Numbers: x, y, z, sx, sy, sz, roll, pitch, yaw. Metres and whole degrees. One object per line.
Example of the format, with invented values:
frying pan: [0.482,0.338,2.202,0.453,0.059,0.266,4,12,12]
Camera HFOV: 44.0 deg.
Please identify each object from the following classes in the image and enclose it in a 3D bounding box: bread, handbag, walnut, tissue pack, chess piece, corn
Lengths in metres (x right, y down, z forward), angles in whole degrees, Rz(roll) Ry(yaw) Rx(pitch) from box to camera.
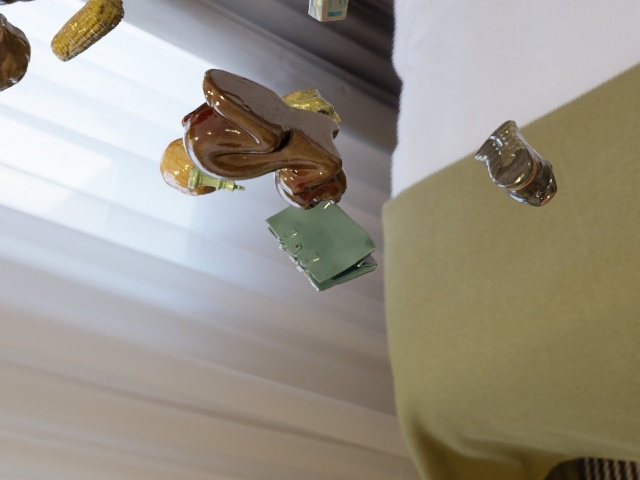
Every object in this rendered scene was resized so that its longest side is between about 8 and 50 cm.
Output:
bread: [-0.090,-0.271,1.951,0.204,0.262,0.162,-118,16,-53]
handbag: [0.000,0.000,1.550,0.221,0.144,0.057,48,158,39]
walnut: [-0.921,-0.511,2.131,0.273,0.273,0.227,-37,16,47]
walnut: [-0.411,-0.235,2.550,0.222,0.195,0.195,31,100,37]
tissue pack: [0.019,-0.495,1.599,0.059,0.074,0.094,40,133,39]
chess piece: [-0.270,-0.152,2.077,0.059,0.149,0.059,-169,90,-81]
corn: [-0.604,-0.555,2.059,0.262,0.097,0.097,-29,43,27]

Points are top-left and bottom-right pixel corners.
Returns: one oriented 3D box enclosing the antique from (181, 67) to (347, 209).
antique: [-0.077,-0.130,1.152,0.143,0.257,0.121,-56,23,33]

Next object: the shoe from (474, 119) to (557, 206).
shoe: [0.409,-0.154,1.625,0.114,0.137,0.291,-48,18,18]

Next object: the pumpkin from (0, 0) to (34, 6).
pumpkin: [-0.445,-0.493,1.105,0.296,0.296,0.296,-42,37,42]
